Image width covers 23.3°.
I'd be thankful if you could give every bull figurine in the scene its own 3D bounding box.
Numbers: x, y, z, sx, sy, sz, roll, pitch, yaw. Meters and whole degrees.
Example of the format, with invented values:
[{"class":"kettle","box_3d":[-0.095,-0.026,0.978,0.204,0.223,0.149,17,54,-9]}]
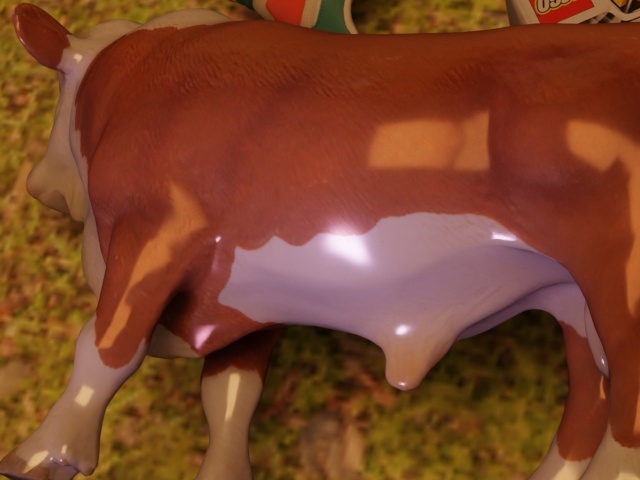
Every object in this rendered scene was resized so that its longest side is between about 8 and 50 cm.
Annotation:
[{"class":"bull figurine","box_3d":[0.000,0.000,0.502,0.310,0.101,0.188,-1,67,33]}]

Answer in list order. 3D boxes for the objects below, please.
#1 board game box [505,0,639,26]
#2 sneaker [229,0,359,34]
[{"class":"board game box","box_3d":[0.239,-0.065,0.526,0.305,0.053,0.193,-23,63,4]},{"class":"sneaker","box_3d":[0.031,-0.142,0.624,0.075,0.057,0.161,36,76,9]}]
